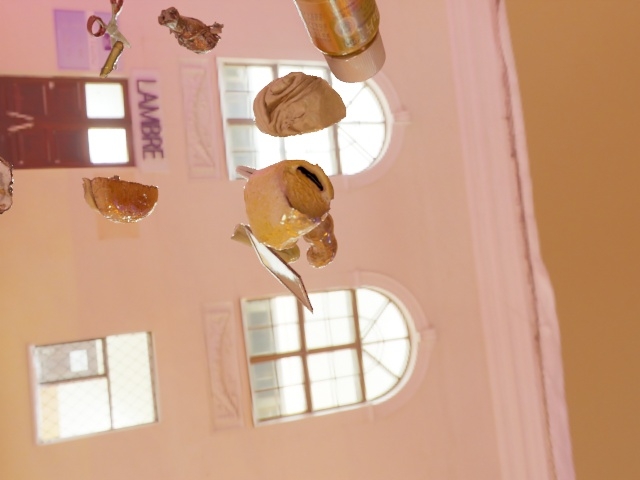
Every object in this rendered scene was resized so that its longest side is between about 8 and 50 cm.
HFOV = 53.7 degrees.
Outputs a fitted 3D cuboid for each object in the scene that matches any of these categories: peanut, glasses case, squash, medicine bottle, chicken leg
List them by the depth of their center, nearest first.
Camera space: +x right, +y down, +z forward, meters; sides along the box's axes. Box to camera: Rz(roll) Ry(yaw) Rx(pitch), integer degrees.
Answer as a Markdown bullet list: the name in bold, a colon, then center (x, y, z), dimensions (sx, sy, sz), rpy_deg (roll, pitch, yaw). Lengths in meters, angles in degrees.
- **chicken leg**: center (-0.326, -0.520, 1.546), dimensions (0.125, 0.196, 0.081), rpy_deg (6, -92, 38)
- **medicine bottle**: center (0.062, -0.668, 1.895), dimensions (0.384, 0.224, 0.224), rpy_deg (58, 9, -54)
- **peanut**: center (0.000, 0.000, 2.002), dimensions (0.103, 0.098, 0.229), rpy_deg (24, -41, 32)
- **squash**: center (-0.185, 0.008, 2.140), dimensions (0.083, 0.250, 0.083), rpy_deg (21, 90, -85)
- **glasses case**: center (-0.211, -0.222, 2.247), dimensions (0.076, 0.197, 0.049), rpy_deg (31, 80, -79)

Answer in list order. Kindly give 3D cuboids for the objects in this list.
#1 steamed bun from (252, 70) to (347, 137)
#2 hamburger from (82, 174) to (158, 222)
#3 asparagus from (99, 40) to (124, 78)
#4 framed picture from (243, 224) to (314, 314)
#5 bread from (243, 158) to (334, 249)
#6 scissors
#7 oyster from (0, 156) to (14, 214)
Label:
- **steamed bun**: center (-0.086, -0.473, 2.146), dimensions (0.289, 0.276, 0.203), rpy_deg (14, -55, 47)
- **hamburger**: center (-0.569, -0.116, 1.816), dimensions (0.124, 0.262, 0.131), rpy_deg (-5, -98, 23)
- **asparagus**: center (-0.498, -0.425, 1.504), dimensions (0.108, 0.025, 0.021), rpy_deg (-51, -156, 25)
- **framed picture**: center (-0.120, 0.085, 1.885), dimensions (0.274, 0.017, 0.217), rpy_deg (42, -17, 31)
- **bread**: center (-0.076, -0.084, 1.430), dimensions (0.170, 0.197, 0.197), rpy_deg (-21, -106, 44)
- **scissors**: center (-0.520, -0.523, 1.591), dimensions (0.144, 0.017, 0.248), rpy_deg (-62, 179, -16)
- **oyster**: center (-0.867, -0.137, 1.554), dimensions (0.214, 0.223, 0.083), rpy_deg (50, -14, -8)
